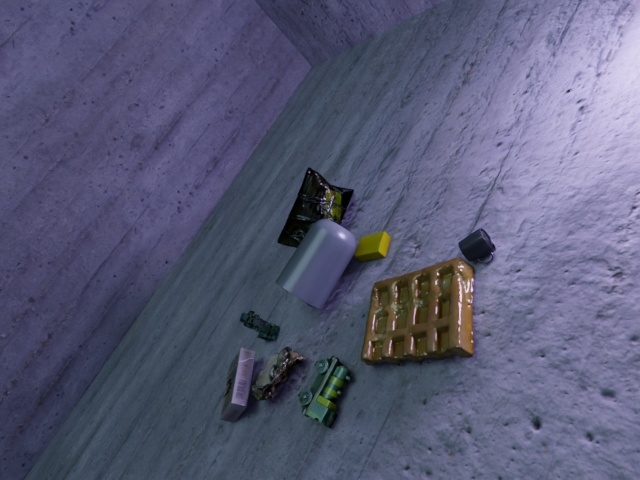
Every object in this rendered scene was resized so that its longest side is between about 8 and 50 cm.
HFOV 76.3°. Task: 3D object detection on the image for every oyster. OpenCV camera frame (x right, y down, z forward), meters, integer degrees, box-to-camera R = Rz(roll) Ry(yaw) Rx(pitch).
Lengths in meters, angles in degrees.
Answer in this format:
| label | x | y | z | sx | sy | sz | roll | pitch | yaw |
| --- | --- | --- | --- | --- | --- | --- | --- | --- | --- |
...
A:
| label | x | y | z | sx | sy | sz | roll | pitch | yaw |
| --- | --- | --- | --- | --- | --- | --- | --- | --- | --- |
| oyster | -0.165 | 0.481 | 1.471 | 0.214 | 0.083 | 0.223 | -50 | 12 | -18 |

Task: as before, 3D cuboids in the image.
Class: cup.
| label | x | y | z | sx | sy | sz | roll | pitch | yaw |
| --- | --- | --- | --- | --- | --- | --- | --- | --- | --- |
| cup | 0.459 | 0.025 | 1.182 | 0.077 | 0.078 | 0.100 | -37 | 63 | 31 |
| cup | -0.005 | 0.085 | 1.549 | 0.312 | 0.206 | 0.205 | -58 | 31 | -4 |

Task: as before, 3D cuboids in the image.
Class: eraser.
| label | x | y | z | sx | sy | sz | roll | pitch | yaw |
| --- | --- | --- | --- | --- | --- | --- | --- | --- | --- |
| eraser | 0.196 | 0.025 | 1.540 | 0.122 | 0.045 | 0.097 | -17 | 43 | 44 |

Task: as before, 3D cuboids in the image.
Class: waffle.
| label | x | y | z | sx | sy | sz | roll | pitch | yaw |
| --- | --- | --- | --- | --- | --- | --- | --- | --- | --- |
| waffle | 0.277 | 0.213 | 1.197 | 0.348 | 0.077 | 0.304 | -23 | 39 | 37 |

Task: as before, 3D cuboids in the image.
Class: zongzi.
| label | x | y | z | sx | sy | sz | roll | pitch | yaw |
| --- | --- | --- | --- | --- | --- | --- | --- | --- | --- |
| zongzi | 0.021 | -0.123 | 1.807 | 0.319 | 0.362 | 0.383 | 23 | 107 | 36 |

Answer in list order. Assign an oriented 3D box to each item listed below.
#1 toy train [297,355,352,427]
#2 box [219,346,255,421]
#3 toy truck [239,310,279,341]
| label | x | y | z | sx | sy | sz | roll | pitch | yaw |
| --- | --- | --- | --- | --- | --- | --- | --- | --- | --- |
| toy train | 0.021 | 0.460 | 1.259 | 0.132 | 0.083 | 0.200 | 12 | 65 | 44 |
| box | -0.316 | 0.548 | 1.559 | 0.149 | 0.067 | 0.233 | -54 | 23 | 36 |
| toy truck | -0.256 | 0.348 | 1.644 | 0.081 | 0.175 | 0.067 | -27 | 37 | 44 |
